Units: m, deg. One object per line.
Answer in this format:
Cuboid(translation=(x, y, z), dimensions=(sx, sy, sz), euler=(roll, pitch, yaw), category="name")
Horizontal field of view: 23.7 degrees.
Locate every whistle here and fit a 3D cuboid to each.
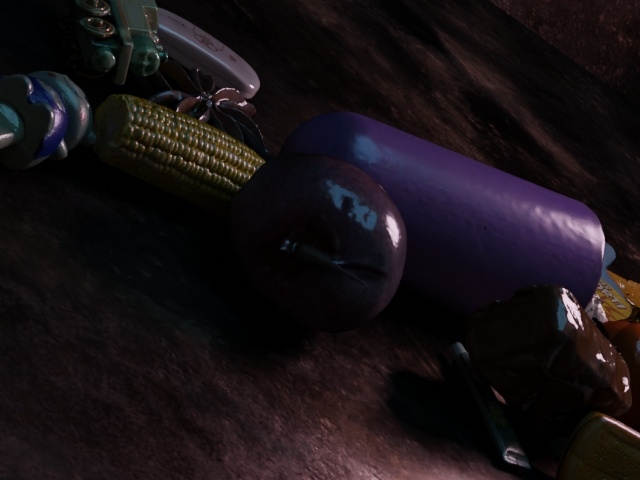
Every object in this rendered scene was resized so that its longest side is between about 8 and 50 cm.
Cuboid(translation=(-0.307, -0.128, 1.591), dimensions=(0.110, 0.092, 0.244), euler=(53, 22, 4), category="whistle")

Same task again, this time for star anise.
Cuboid(translation=(-0.144, -0.151, 1.927), dimensions=(0.197, 0.073, 0.212), euler=(29, 27, -18), category="star anise")

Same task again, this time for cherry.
Cuboid(translation=(0.000, 0.000, 1.724), dimensions=(0.213, 0.183, 0.266), euler=(52, 7, 6), category="cherry")

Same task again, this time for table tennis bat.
Cuboid(translation=(0.418, 0.065, 2.437), dimensions=(0.215, 0.044, 0.329), euler=(41, 28, 7), category="table tennis bat")

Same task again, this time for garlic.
Cuboid(translation=(0.390, 0.129, 2.246), dimensions=(0.113, 0.094, 0.074), euler=(28, 49, 6), category="garlic")

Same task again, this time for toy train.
Cuboid(translation=(-0.258, -0.263, 1.910), dimensions=(0.125, 0.080, 0.194), euler=(5, 34, -21), category="toy train")

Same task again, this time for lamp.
Cuboid(translation=(0.436, 0.189, 2.040), dimensions=(0.223, 0.196, 0.223), euler=(13, -5, 1), category="lamp")

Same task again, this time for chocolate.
Cuboid(translation=(0.280, 0.154, 1.867), dimensions=(0.214, 0.148, 0.093), euler=(43, 31, -38), category="chocolate")

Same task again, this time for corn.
Cuboid(translation=(-0.157, -0.096, 1.752), dimensions=(0.244, 0.093, 0.093), euler=(27, 24, -45), category="corn")

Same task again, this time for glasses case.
Cuboid(translation=(-0.168, -0.262, 2.133), dimensions=(0.193, 0.049, 0.074), euler=(33, 22, -20), category="glasses case")

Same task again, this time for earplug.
Cuboid(translation=(0.140, -0.029, 1.995), dimensions=(0.456, 0.215, 0.215), euler=(23, 27, -29), category="earplug")

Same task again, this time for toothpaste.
Cuboid(translation=(0.202, 0.199, 1.868), dimensions=(0.049, 0.031, 0.204), euler=(21, 30, -38), category="toothpaste")

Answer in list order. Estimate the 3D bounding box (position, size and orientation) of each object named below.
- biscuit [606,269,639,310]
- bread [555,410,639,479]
Cuboid(translation=(0.563, 0.118, 2.615), dimensions=(0.237, 0.026, 0.131), euler=(38, 21, 1), category="biscuit")
Cuboid(translation=(0.372, 0.291, 1.866), dimensions=(0.200, 0.116, 0.077), euler=(30, -1, -24), category="bread")
